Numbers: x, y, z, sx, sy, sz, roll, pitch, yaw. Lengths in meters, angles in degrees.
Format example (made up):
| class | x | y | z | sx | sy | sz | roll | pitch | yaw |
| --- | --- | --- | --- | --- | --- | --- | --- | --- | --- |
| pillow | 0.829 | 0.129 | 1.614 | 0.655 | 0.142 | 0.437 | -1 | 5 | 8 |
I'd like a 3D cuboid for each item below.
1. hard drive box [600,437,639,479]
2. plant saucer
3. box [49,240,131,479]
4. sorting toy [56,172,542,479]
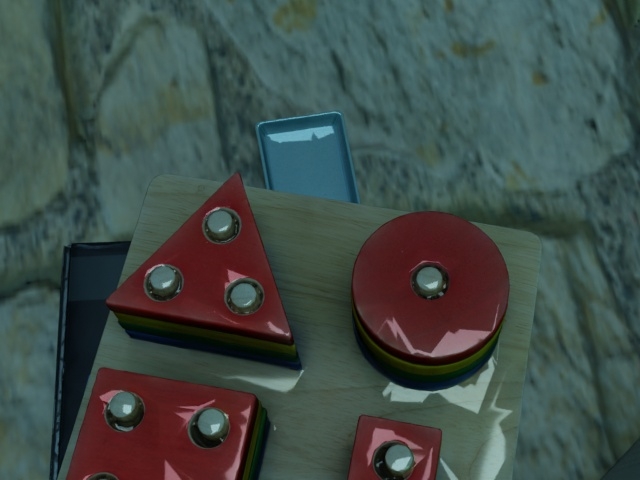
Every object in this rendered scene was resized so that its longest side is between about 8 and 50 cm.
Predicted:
| class | x | y | z | sx | sy | sz | roll | pitch | yaw |
| --- | --- | --- | --- | --- | --- | --- | --- | --- | --- |
| hard drive box | 0.225 | 0.169 | 0.599 | 0.232 | 0.181 | 0.089 | -41 | 78 | -15 |
| plant saucer | 0.000 | 0.000 | 0.723 | 0.067 | 0.018 | 0.192 | -9 | 74 | -6 |
| box | -0.061 | 0.086 | 0.662 | 0.220 | 0.051 | 0.175 | -2 | 73 | 3 |
| sorting toy | -0.013 | 0.080 | 0.573 | 0.257 | 0.089 | 0.256 | 9 | 67 | 9 |
